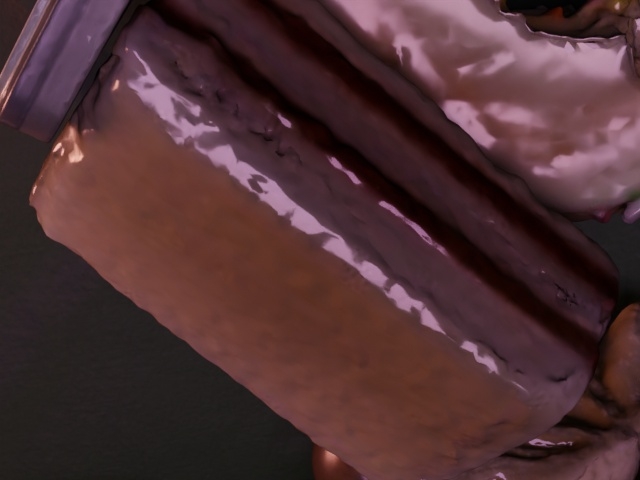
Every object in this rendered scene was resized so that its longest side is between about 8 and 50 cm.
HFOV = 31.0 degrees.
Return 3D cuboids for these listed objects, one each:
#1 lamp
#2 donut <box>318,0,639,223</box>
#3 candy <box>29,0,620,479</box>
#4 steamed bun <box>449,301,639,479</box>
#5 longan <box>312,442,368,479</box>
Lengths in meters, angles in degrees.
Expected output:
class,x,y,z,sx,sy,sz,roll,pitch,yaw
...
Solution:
class,x,y,z,sx,sy,sz,roll,pitch,yaw
lamp,-0.087,-0.207,0.626,0.047,0.269,0.266,26,113,-16
donut,0.106,-0.184,0.696,0.307,0.150,0.371,-17,112,11
candy,0.000,0.000,0.664,0.320,0.135,0.179,40,142,-11
steamed bun,0.170,0.177,0.813,0.428,0.247,0.189,-22,122,-25
longan,0.047,0.169,0.902,0.113,0.092,0.113,-11,115,-25
